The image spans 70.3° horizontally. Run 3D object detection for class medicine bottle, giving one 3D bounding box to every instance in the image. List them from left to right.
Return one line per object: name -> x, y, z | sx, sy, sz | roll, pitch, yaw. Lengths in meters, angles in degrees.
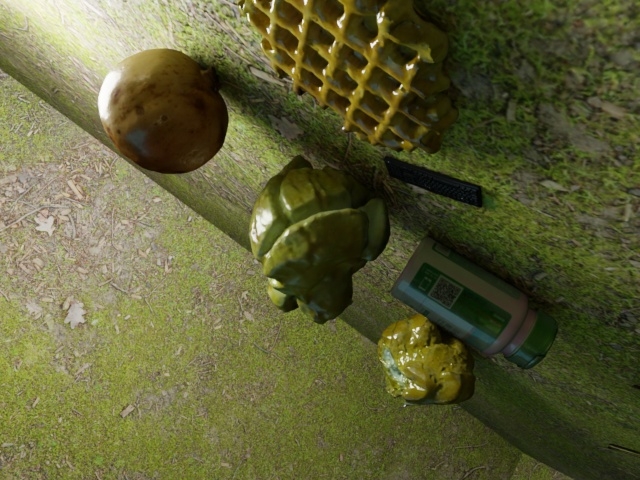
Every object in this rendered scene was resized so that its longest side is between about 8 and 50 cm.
medicine bottle -> 0.275, 0.114, 0.823 | 0.274, 0.133, 0.133 | 31, 166, 12

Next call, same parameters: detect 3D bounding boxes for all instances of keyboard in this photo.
keyboard -> 0.161, -0.086, 0.663 | 0.155, 0.010, 0.053 | 26, 165, 32

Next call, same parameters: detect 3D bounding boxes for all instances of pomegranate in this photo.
pomegranate -> -0.259, -0.223, 0.789 | 0.215, 0.215, 0.215 | 32, 166, 9

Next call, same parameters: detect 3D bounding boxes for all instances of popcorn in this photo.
popcorn -> -0.002, 0.001, 0.811 | 0.276, 0.276, 0.225 | 48, -179, -44

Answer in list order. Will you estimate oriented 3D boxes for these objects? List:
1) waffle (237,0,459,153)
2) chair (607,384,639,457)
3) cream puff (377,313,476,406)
waffle -> 0.029, -0.197, 0.512 | 0.291, 0.051, 0.291 | 34, 164, 11
chair -> 0.620, 0.330, 0.701 | 0.170, 0.159, 0.325 | 32, 167, 4
cream puff -> 0.334, 0.362, 1.401 | 0.275, 0.269, 0.323 | 2, 171, -10
